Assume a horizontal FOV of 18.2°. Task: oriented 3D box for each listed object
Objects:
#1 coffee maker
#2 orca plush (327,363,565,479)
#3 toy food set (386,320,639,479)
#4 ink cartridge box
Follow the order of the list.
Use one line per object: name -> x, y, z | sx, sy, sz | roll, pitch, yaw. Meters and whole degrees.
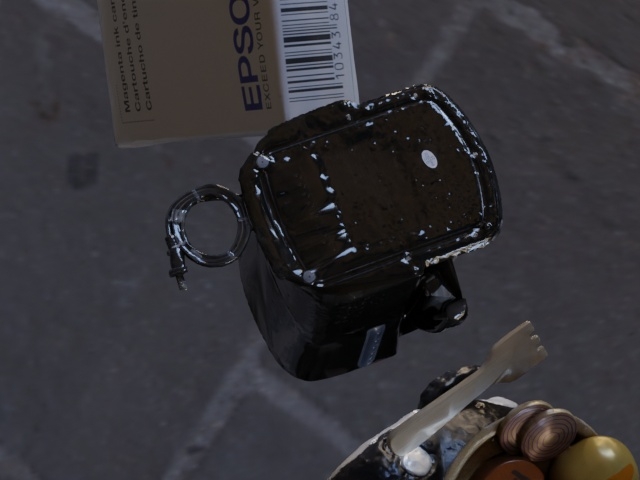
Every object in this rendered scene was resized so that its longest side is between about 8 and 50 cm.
coffee maker -> 0.000, 0.000, 1.089 | 0.171, 0.178, 0.120 | 3, 71, -5
orca plush -> 0.119, 0.175, 1.308 | 0.102, 0.287, 0.151 | 30, 92, 32
toy food set -> 0.130, 0.159, 1.191 | 0.132, 0.038, 0.192 | -37, 115, -11
ink cartridge box -> -0.105, -0.229, 1.379 | 0.330, 0.071, 0.324 | -1, 97, 55
